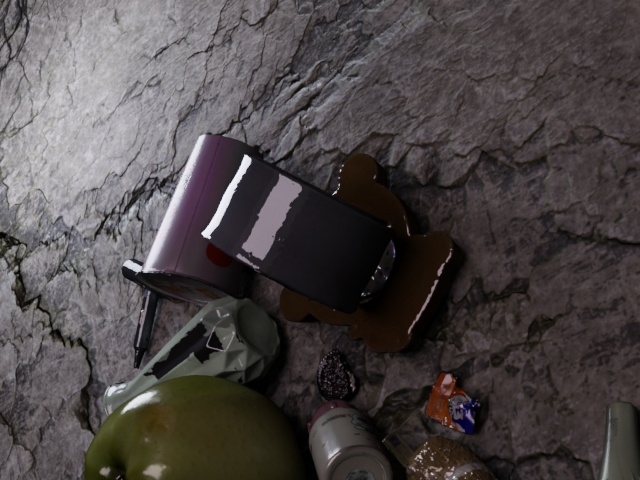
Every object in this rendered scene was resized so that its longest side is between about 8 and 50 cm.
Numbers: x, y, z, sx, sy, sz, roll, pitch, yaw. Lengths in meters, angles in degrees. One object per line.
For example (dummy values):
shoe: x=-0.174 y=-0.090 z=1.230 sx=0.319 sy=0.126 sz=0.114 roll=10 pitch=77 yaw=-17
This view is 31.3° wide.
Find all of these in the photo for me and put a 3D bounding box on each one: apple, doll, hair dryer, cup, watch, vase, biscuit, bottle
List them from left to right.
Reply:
hair dryer: x=-0.354 y=0.147 z=2.259 sx=0.173 sy=0.050 sz=0.195 roll=23 pitch=93 yaw=46
vase: x=-0.238 y=0.233 z=2.054 sx=0.360 sy=0.165 sz=0.165 roll=-33 pitch=55 yaw=31
apple: x=-0.210 y=0.385 z=1.856 sx=0.357 sy=0.357 sz=0.357 roll=-16 pitch=64 yaw=36
cup: x=-0.204 y=-0.037 z=2.112 sx=0.203 sy=0.203 sz=0.288 roll=-1 pitch=68 yaw=41
watch: x=0.000 y=0.000 z=1.808 sx=0.335 sy=0.327 sz=0.314 roll=31 pitch=96 yaw=43
biscuit: x=0.028 y=0.226 z=1.905 sx=0.087 sy=0.027 sz=0.089 roll=6 pitch=78 yaw=43
bottle: x=0.039 y=0.319 z=1.759 sx=0.110 sy=0.110 sz=0.233 roll=-58 pitch=13 yaw=8
doll: x=0.184 y=0.348 z=1.671 sx=0.115 sy=0.105 sz=0.221 roll=-40 pitch=35 yaw=-22
hair dryer: x=0.372 y=0.323 z=1.556 sx=0.225 sy=0.088 sz=0.219 roll=1 pitch=68 yaw=57

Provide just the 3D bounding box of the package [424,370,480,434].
package: x=0.205 y=0.249 z=1.741 sx=0.111 sy=0.033 sz=0.077 roll=25 pitch=115 yaw=57
